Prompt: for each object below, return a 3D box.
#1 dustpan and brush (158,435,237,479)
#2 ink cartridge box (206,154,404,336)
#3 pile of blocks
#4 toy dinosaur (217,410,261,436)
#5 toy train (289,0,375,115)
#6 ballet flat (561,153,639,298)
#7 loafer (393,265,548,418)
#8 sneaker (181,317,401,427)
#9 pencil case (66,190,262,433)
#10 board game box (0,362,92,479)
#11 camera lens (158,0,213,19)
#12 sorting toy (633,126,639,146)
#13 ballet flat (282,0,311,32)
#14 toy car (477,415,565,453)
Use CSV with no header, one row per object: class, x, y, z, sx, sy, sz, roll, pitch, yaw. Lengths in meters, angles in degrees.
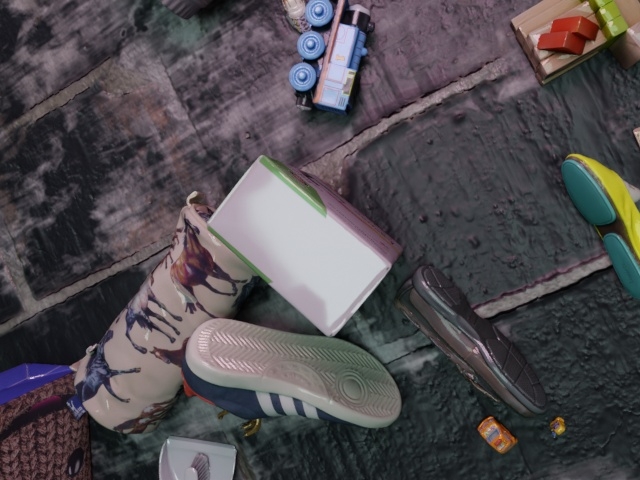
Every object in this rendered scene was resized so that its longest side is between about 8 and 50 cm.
dustpan and brush,-0.227,0.473,0.922,0.147,0.060,0.211,3,95,14
ink cartridge box,0.000,0.000,0.715,0.201,0.278,0.117,41,100,8
pile of blocks,0.442,-0.301,0.662,0.362,0.112,0.149,-3,94,14
toy dinosaur,-0.123,0.266,0.878,0.211,0.064,0.112,-16,90,15
toy train,0.018,-0.285,0.791,0.105,0.080,0.184,15,96,3
ballet flat,0.422,-0.030,0.719,0.077,0.077,0.231,-29,90,-7
loafer,0.222,0.159,0.780,0.267,0.096,0.084,50,124,12
sneaker,-0.048,0.229,0.810,0.350,0.131,0.148,21,131,-13
pencil case,-0.250,0.126,0.848,0.183,0.160,0.410,35,103,-7
board game box,-0.542,0.394,0.907,0.141,0.232,0.291,0,96,14
camera lens,-0.178,-0.498,0.745,0.274,0.219,0.219,-41,84,14
sorting toy,0.490,-0.143,0.715,0.083,0.012,0.062,-23,84,18
ballet flat,-0.048,-0.386,0.815,0.041,0.041,0.114,-22,90,15
toy car,0.305,0.286,0.783,0.122,0.040,0.060,-31,87,15
